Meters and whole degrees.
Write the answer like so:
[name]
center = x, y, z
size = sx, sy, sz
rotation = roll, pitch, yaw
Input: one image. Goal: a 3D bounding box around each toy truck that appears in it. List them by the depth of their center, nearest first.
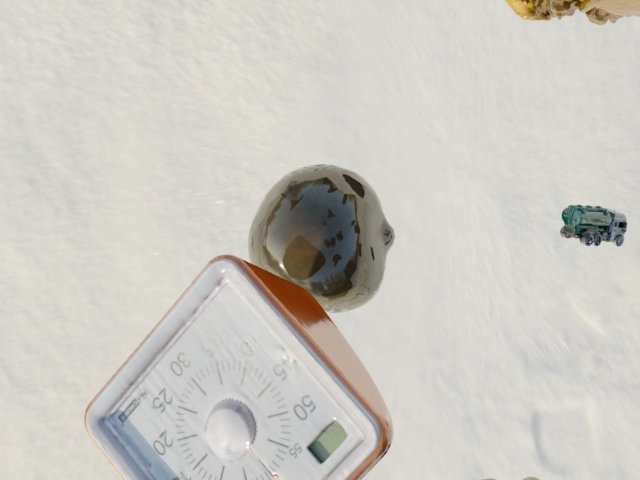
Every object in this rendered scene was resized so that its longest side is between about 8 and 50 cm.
[toy truck]
center = 0.302, -0.018, 1.380
size = 0.083, 0.039, 0.044
rotation = 1, 106, -36

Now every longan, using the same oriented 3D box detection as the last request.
[longan]
center = 0.000, 0.000, 1.494
size = 0.189, 0.189, 0.189
rotation = 0, 93, 7

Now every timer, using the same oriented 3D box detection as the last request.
[timer]
center = -0.067, 0.191, 1.256
size = 0.257, 0.161, 0.250
rotation = -49, 55, 17

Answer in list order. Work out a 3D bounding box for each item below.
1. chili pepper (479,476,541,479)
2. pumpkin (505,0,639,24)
[chili pepper]
center = 0.164, 0.331, 1.457
size = 0.271, 0.099, 0.136
rotation = -13, 123, 18
[pumpkin]
center = 0.366, -0.412, 1.642
size = 0.225, 0.303, 0.256
rotation = -17, 99, -32
